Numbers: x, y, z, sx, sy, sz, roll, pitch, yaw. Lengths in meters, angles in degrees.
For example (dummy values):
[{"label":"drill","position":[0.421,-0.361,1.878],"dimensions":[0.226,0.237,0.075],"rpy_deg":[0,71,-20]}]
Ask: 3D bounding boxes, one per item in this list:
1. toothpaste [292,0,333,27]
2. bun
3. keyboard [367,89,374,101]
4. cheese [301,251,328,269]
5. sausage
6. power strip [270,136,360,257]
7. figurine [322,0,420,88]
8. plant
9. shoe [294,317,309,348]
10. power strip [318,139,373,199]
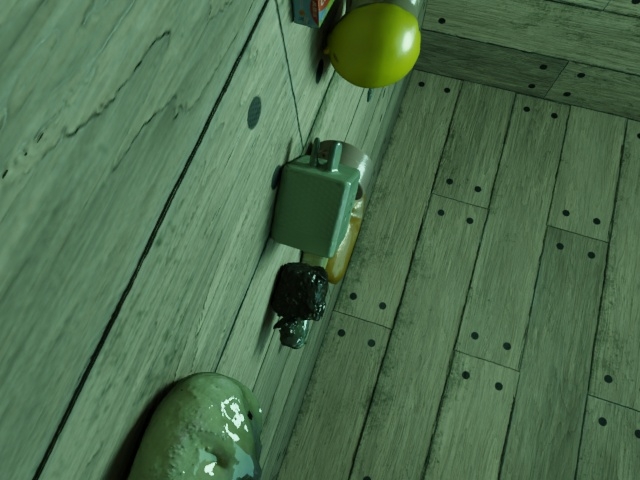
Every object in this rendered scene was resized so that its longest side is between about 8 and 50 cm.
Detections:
[{"label":"toothpaste","position":[0.009,-0.420,0.668],"dimensions":[0.070,0.044,0.193],"rpy_deg":[87,21,-61]},{"label":"bun","position":[-0.165,0.326,0.625],"dimensions":[0.273,0.168,0.273],"rpy_deg":[11,90,-86]},{"label":"keyboard","position":[0.205,-0.599,1.609],"dimensions":[0.055,0.014,0.176],"rpy_deg":[92,18,-69]},{"label":"cheese","position":[0.001,0.006,1.319],"dimensions":[0.163,0.070,0.249],"rpy_deg":[96,13,-49]},{"label":"sausage","position":[0.061,-0.036,1.432],"dimensions":[0.116,0.134,0.354],"rpy_deg":[7,-103,66]},{"label":"power strip","position":[-0.002,-0.100,0.884],"dimensions":[0.140,0.139,0.224],"rpy_deg":[-50,155,-65]},{"label":"figurine","position":[0.111,-0.469,0.818],"dimensions":[0.215,0.187,0.344],"rpy_deg":[-85,-178,-72]},{"label":"plant","position":[-0.053,0.159,1.083],"dimensions":[0.142,0.131,0.203],"rpy_deg":[-54,160,-73]},{"label":"shoe","position":[-0.066,0.251,1.394],"dimensions":[0.077,0.074,0.194],"rpy_deg":[79,24,-46]},{"label":"power strip","position":[0.042,-0.163,1.010],"dimensions":[0.154,0.154,0.078],"rpy_deg":[82,29,-69]}]
